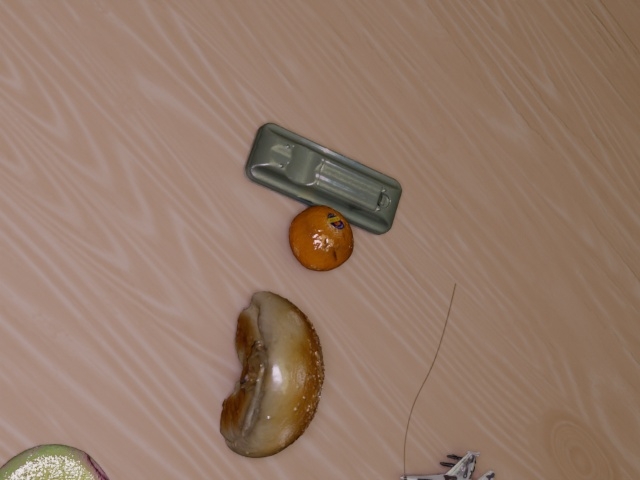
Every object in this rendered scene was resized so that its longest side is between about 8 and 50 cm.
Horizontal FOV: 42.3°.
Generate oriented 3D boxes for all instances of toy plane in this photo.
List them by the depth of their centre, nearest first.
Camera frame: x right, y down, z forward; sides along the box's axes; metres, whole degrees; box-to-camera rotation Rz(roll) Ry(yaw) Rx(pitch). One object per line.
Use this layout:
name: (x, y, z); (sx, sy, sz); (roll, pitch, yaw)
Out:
toy plane: (0.269, 0.509, 1.727); (0.234, 0.082, 0.160); (14, 88, -7)

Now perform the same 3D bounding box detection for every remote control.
remote control: (0.012, -0.124, 1.692); (0.335, 0.065, 0.128); (22, 77, -20)

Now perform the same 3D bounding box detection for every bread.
bread: (-0.466, 0.467, 1.420); (0.228, 0.033, 0.229); (4, 82, -25)
bread: (-0.075, 0.249, 1.535); (0.171, 0.192, 0.314); (11, 79, -21)

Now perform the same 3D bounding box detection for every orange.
orange: (-0.002, 0.000, 1.642); (0.135, 0.117, 0.136); (32, 27, -19)
